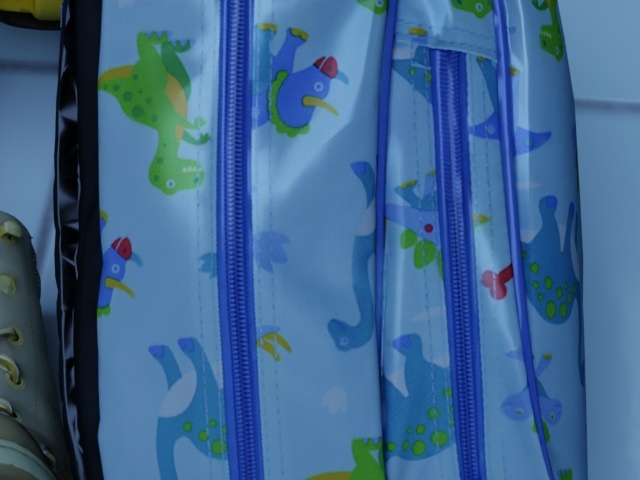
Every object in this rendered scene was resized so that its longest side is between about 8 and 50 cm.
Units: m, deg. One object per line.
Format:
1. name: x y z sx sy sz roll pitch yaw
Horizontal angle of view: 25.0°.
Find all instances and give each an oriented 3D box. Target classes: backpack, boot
1. backpack: 0.000 0.000 0.600 0.273 0.290 0.356 13 80 3
2. boot: -0.157 0.067 0.625 0.095 0.262 0.203 -9 64 -8

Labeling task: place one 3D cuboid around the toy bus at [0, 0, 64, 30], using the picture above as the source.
1. toy bus: -0.212 -0.194 0.719 0.211 0.149 0.220 -3 24 -16
